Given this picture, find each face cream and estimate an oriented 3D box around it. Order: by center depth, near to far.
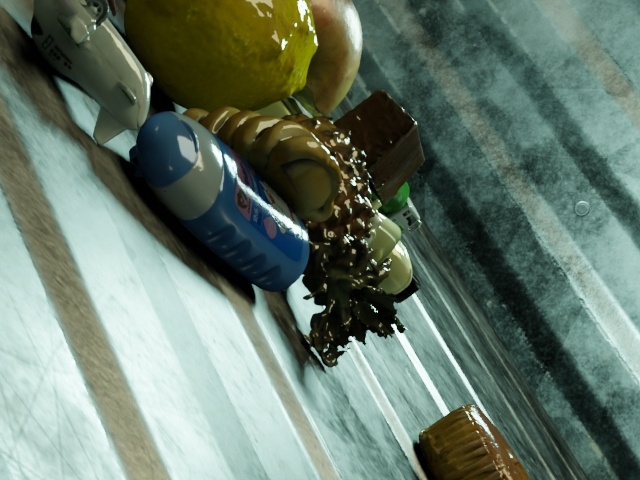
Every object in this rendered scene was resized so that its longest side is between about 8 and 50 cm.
[{"bbox_3d":[-0.108,-0.046,1.361,0.264,0.083,0.149,43,22,-50],"label":"face cream"}]

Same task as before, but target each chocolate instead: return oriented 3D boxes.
[{"bbox_3d":[0.095,-0.144,1.996,0.112,0.112,0.321,49,2,11],"label":"chocolate"}]

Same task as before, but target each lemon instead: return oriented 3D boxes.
[{"bbox_3d":[-0.127,-0.271,1.626,0.233,0.233,0.288,59,15,23],"label":"lemon"}]

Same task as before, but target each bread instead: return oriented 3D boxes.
[{"bbox_3d":[-0.067,-0.096,1.501,0.225,0.081,0.134,16,-30,40],"label":"bread"},{"bbox_3d":[0.218,0.313,1.689,0.199,0.104,0.199,55,7,-11],"label":"bread"}]

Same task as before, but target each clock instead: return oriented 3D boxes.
[{"bbox_3d":[0.020,-0.065,2.032,0.379,0.120,0.276,52,6,10],"label":"clock"}]

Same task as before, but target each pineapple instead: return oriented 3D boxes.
[{"bbox_3d":[0.000,0.000,1.605,0.175,0.175,0.361,45,26,-47],"label":"pineapple"}]

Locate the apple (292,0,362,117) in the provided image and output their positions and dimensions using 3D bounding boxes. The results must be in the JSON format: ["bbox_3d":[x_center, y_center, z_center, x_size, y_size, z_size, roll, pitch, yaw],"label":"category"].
[{"bbox_3d":[-0.040,-0.349,1.999,0.293,0.163,0.251,51,-3,-34],"label":"apple"}]

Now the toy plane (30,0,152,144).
[{"bbox_3d":[-0.226,-0.180,1.255,0.174,0.080,0.174,55,-9,13],"label":"toy plane"}]

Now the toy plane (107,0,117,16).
[{"bbox_3d":[-0.303,-0.394,1.521,0.326,0.104,0.223,42,-38,43],"label":"toy plane"}]

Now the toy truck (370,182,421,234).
[{"bbox_3d":[0.107,-0.097,2.532,0.242,0.125,0.101,46,12,-49],"label":"toy truck"}]
